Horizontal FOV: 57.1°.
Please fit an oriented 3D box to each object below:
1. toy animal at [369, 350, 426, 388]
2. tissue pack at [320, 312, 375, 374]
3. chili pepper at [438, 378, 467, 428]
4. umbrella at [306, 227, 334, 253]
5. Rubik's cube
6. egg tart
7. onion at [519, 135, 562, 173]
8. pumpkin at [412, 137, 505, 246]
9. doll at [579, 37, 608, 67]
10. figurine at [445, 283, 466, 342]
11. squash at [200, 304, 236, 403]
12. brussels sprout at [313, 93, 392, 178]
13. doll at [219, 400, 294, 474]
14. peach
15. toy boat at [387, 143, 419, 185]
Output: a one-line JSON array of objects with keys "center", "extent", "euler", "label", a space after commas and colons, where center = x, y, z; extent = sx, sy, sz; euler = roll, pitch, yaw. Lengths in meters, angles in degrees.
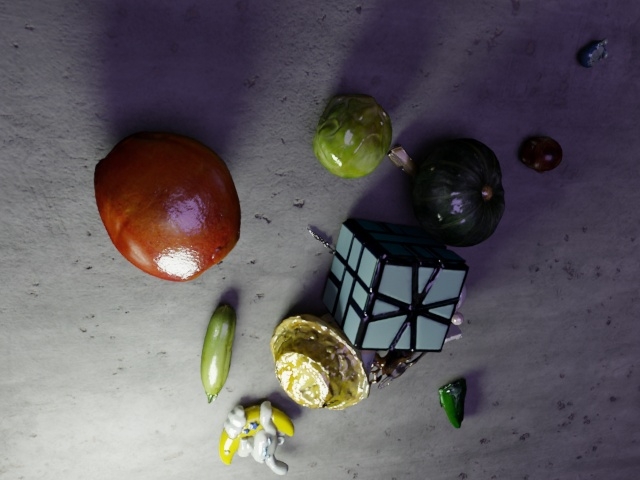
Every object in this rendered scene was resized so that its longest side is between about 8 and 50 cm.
[{"center": [0.217, 0.363, 1.792], "extent": [0.260, 0.243, 0.087], "euler": [-38, 83, 15], "label": "toy animal"}, {"center": [0.068, 0.347, 1.773], "extent": [0.090, 0.186, 0.222], "euler": [-14, 123, -55], "label": "tissue pack"}, {"center": [0.477, 0.571, 2.067], "extent": [0.108, 0.062, 0.216], "euler": [-18, 119, -10], "label": "chili pepper"}, {"center": [0.002, -0.001, 1.689], "extent": [0.022, 0.013, 0.122], "euler": [-31, 122, 22], "label": "umbrella"}, {"center": [0.200, 0.123, 1.653], "extent": [0.288, 0.283, 0.294], "euler": [8, 107, -22], "label": "Rubik's cube"}, {"center": [-0.022, 0.365, 1.680], "extent": [0.129, 0.341, 0.341], "euler": [-35, 130, -49], "label": "egg tart"}, {"center": [0.656, -0.250, 1.737], "extent": [0.117, 0.118, 0.119], "euler": [-13, 116, -16], "label": "onion"}, {"center": [0.380, -0.132, 1.624], "extent": [0.300, 0.207, 0.300], "euler": [-2, 93, -38], "label": "pumpkin"}, {"center": [0.781, -0.532, 1.684], "extent": [0.083, 0.050, 0.076], "euler": [-42, 136, 2], "label": "doll"}, {"center": [0.377, 0.189, 1.787], "extent": [0.144, 0.182, 0.257], "euler": [1, 133, -4], "label": "figurine"}, {"center": [-0.300, 0.343, 1.701], "extent": [0.094, 0.094, 0.341], "euler": [6, 112, -20], "label": "squash"}, {"center": [0.086, -0.264, 1.515], "extent": [0.223, 0.161, 0.223], "euler": [-7, 121, -11], "label": "brussels sprout"}, {"center": [-0.195, 0.622, 1.846], "extent": [0.237, 0.111, 0.252], "euler": [6, 102, -21], "label": "doll"}, {"center": [-0.354, -0.086, 1.382], "extent": [0.290, 0.372, 0.373], "euler": [-43, 124, -34], "label": "peach"}, {"center": [0.244, -0.208, 1.657], "extent": [0.049, 0.047, 0.149], "euler": [-36, 117, 16], "label": "toy boat"}]
